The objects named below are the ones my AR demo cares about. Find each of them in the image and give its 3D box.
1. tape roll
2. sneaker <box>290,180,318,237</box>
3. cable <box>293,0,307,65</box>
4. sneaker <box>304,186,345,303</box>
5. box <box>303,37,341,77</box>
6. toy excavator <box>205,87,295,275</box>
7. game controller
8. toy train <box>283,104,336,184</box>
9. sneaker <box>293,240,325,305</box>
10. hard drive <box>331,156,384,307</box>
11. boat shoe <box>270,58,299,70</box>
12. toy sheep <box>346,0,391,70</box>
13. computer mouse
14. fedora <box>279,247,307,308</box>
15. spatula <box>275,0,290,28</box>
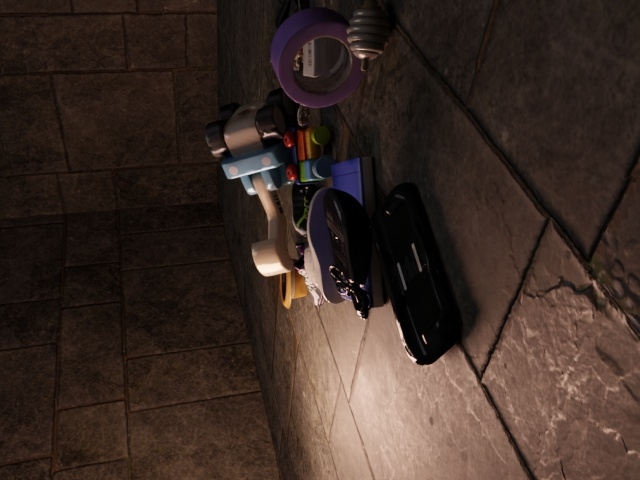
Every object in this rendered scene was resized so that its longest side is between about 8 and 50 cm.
[{"bbox_3d":[-0.005,-0.380,1.341,0.080,0.189,0.189,-113,23,-47],"label":"tape roll"},{"bbox_3d":[-0.042,-0.106,1.802,0.235,0.084,0.097,-110,21,-44],"label":"sneaker"},{"bbox_3d":[-0.065,-0.599,1.716,0.139,0.072,0.287,-164,68,-71],"label":"cable"},{"bbox_3d":[0.000,0.000,1.637,0.169,0.108,0.293,-146,50,-67],"label":"sneaker"},{"bbox_3d":[0.011,-0.425,1.463,0.102,0.087,0.101,-132,39,-67],"label":"box"},{"bbox_3d":[-0.158,-0.176,1.931,0.433,0.222,0.445,-73,-35,-57],"label":"toy excavator"},{"bbox_3d":[0.165,0.056,1.151,0.166,0.067,0.319,-52,45,49],"label":"game controller"},{"bbox_3d":[-0.023,-0.271,1.652,0.143,0.105,0.248,-175,80,-65],"label":"toy train"},{"bbox_3d":[-0.033,0.090,1.814,0.083,0.098,0.224,-118,27,-56],"label":"sneaker"},{"bbox_3d":[0.080,-0.020,1.452,0.210,0.040,0.319,-172,77,-75],"label":"hard drive"},{"bbox_3d":[-0.103,-0.547,1.913,0.184,0.066,0.063,-126,47,-67],"label":"boat shoe"},{"bbox_3d":[0.089,-0.381,1.191,0.091,0.091,0.132,-152,63,-73],"label":"toy sheep"},{"bbox_3d":[0.066,0.009,1.324,0.188,0.072,0.272,-126,22,-54],"label":"computer mouse"},{"bbox_3d":[-0.083,0.121,2.057,0.194,0.079,0.194,180,90,-78],"label":"fedora"},{"bbox_3d":[-0.100,-0.723,1.884,0.296,0.030,0.084,118,141,-65],"label":"spatula"}]
